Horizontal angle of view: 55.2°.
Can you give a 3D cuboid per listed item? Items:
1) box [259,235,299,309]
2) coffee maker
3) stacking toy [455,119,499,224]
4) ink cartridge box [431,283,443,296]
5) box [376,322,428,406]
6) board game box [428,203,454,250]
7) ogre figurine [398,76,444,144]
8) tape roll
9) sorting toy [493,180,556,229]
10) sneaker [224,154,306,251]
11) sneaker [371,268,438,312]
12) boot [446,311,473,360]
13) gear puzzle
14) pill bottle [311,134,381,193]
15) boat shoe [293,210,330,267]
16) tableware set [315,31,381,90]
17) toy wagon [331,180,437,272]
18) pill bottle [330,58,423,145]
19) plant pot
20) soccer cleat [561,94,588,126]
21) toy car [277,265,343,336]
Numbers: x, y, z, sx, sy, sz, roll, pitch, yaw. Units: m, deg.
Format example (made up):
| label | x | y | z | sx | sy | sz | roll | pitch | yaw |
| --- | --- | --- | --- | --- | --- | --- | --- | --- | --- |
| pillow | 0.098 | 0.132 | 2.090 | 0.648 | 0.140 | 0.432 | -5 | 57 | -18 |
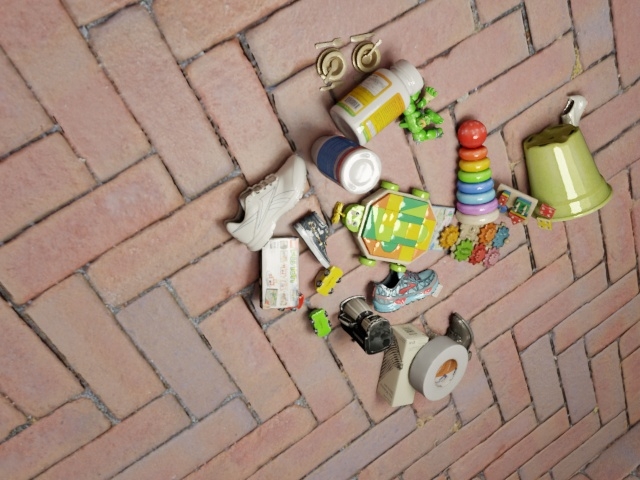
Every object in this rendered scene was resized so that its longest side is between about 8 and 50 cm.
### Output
| label | x | y | z | sx | sy | sz | roll | pitch | yaw |
| --- | --- | --- | --- | --- | --- | --- | --- | --- | --- |
| box | -0.120 | 0.093 | 1.780 | 0.114 | 0.036 | 0.207 | -2 | 98 | -20 |
| coffee maker | 0.153 | 0.286 | 1.967 | 0.120 | 0.178 | 0.171 | -35 | 124 | -9 |
| stacking toy | 0.495 | -0.223 | 1.961 | 0.141 | 0.141 | 0.330 | -17 | 113 | -21 |
| ink cartridge box | 0.393 | 0.166 | 2.132 | 0.083 | 0.028 | 0.048 | 22 | 101 | -34 |
| box | 0.285 | 0.437 | 2.149 | 0.094 | 0.113 | 0.275 | -2 | 111 | -28 |
| board game box | 0.378 | -0.042 | 2.030 | 0.103 | 0.026 | 0.154 | 4 | 110 | -30 |
| ogre figurine | 0.296 | -0.367 | 1.803 | 0.118 | 0.097 | 0.197 | -45 | 143 | -25 |
| tape roll | 0.411 | 0.442 | 2.121 | 0.219 | 0.072 | 0.219 | -19 | 123 | -32 |
| sorting toy | 0.646 | -0.105 | 2.042 | 0.046 | 0.274 | 0.132 | -52 | 161 | -27 |
| sneaker | -0.146 | -0.112 | 1.672 | 0.129 | 0.111 | 0.297 | 32 | 94 | -29 |
| sneaker | 0.283 | 0.140 | 2.016 | 0.261 | 0.104 | 0.125 | -24 | 111 | -26 |
| boot | 0.442 | 0.408 | 2.232 | 0.229 | 0.091 | 0.263 | -24 | 123 | -18 |
| gear puzzle | 0.534 | 0.001 | 2.104 | 0.339 | 0.044 | 0.175 | 12 | 106 | -38 |
| pill bottle | 0.060 | -0.216 | 1.661 | 0.124 | 0.221 | 0.124 | -12 | 118 | -24 |
| boat shoe | 0.000 | 0.000 | 1.822 | 0.083 | 0.065 | 0.183 | -38 | 123 | -5 |
| tableware set | 0.084 | -0.486 | 1.662 | 0.194 | 0.039 | 0.128 | -19 | 120 | -20 |
| toy wagon | 0.198 | -0.046 | 1.891 | 0.344 | 0.068 | 0.267 | 11 | 101 | -28 |
| pill bottle | 0.159 | -0.385 | 1.688 | 0.245 | 0.136 | 0.136 | -40 | 125 | -6 |
| plant pot | 0.802 | -0.240 | 2.048 | 0.276 | 0.276 | 0.254 | -31 | 112 | -13 |
| soccer cleat | 0.858 | -0.404 | 2.106 | 0.076 | 0.068 | 0.196 | 3 | 110 | -13 |
| toy car | -0.024 | 0.204 | 1.911 | 0.239 | 0.053 | 0.225 | -26 | 122 | -15 |
